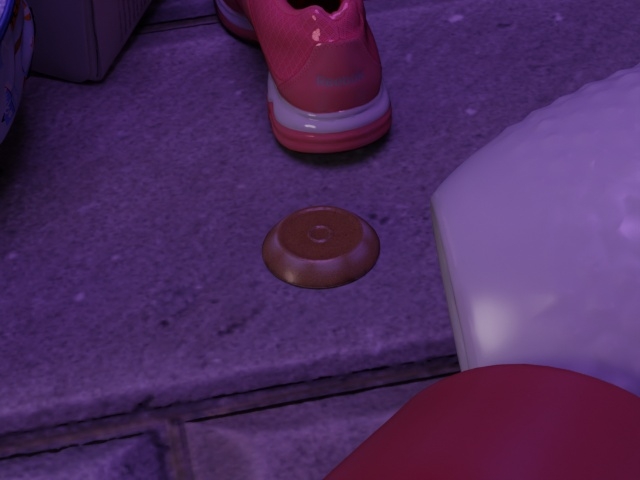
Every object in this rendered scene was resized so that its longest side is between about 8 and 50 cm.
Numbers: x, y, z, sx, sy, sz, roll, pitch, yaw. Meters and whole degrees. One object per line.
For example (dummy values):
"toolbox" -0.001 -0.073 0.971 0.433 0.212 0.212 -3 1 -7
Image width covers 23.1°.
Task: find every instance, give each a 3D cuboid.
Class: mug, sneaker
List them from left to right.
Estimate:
"sneaker" -0.014 -0.206 1.238 0.116 0.136 0.314 -12 42 -11
"mug" 0.236 0.014 0.905 0.328 0.276 0.374 -11 11 2

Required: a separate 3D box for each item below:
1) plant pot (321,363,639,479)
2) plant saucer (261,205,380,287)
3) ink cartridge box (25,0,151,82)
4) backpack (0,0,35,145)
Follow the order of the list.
"plant pot" 0.074 0.201 0.699 0.275 0.275 0.243 13 34 18
"plant saucer" 0.000 0.000 1.094 0.083 0.015 0.083 -2 42 2
"ink cartridge box" -0.228 -0.302 1.323 0.223 0.129 0.307 16 52 10
"backpack" -0.340 -0.157 1.108 0.263 0.213 0.276 8 66 -4
